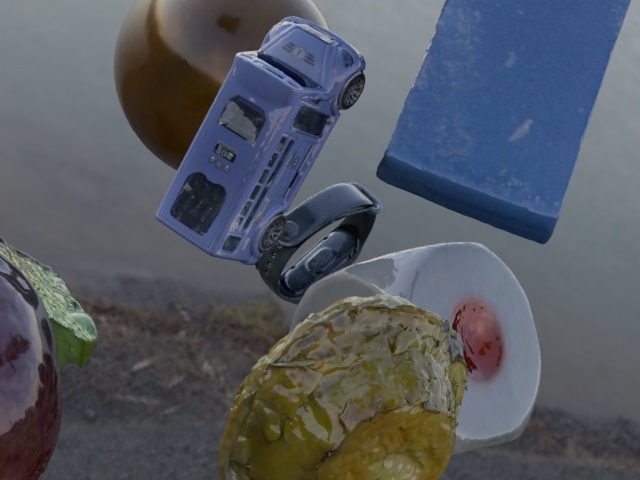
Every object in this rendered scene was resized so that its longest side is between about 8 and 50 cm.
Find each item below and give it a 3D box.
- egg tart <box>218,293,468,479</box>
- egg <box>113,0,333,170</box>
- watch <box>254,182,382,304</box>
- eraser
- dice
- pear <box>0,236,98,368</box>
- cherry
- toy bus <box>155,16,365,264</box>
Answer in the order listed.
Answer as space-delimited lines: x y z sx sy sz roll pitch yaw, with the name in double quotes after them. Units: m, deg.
0.040 0.191 1.154 0.295 0.294 0.116 8 24 -37 "egg tart"
-0.120 -0.217 1.491 0.283 0.282 0.351 19 12 -21 "egg"
0.000 0.000 1.713 0.206 0.193 0.068 -39 67 -17 "watch"
0.163 -0.156 0.944 0.144 0.042 0.312 22 64 4 "eraser"
0.116 0.158 1.510 0.243 0.251 0.259 0 73 -40 "dice"
-0.458 0.133 1.468 0.176 0.282 0.286 54 5 35 "pear"
-0.311 0.119 0.937 0.206 0.239 0.239 -15 45 -25 "cherry"
-0.040 -0.070 0.788 0.073 0.167 0.076 32 10 23 "toy bus"
